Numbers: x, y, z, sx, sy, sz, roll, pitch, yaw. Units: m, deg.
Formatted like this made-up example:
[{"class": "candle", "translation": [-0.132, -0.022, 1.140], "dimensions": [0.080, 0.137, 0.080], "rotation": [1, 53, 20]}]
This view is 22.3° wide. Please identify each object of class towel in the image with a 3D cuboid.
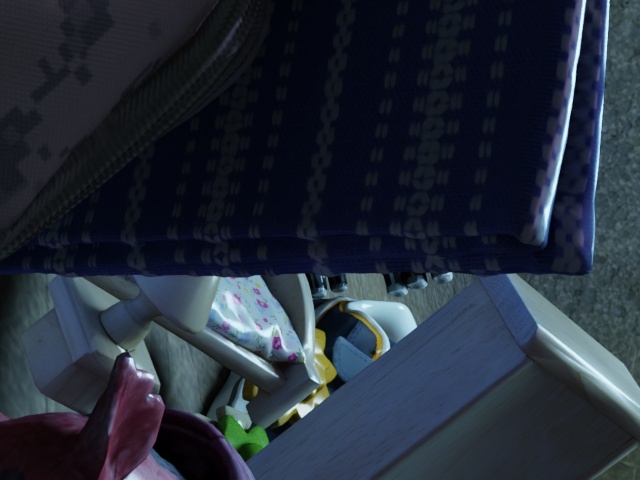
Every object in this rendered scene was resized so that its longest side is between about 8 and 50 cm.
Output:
[{"class": "towel", "translation": [-0.040, -0.103, 0.503], "dimensions": [0.040, 0.336, 0.243], "rotation": [18, 76, -43]}]

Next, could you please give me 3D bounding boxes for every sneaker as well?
[{"class": "sneaker", "translation": [0.001, 0.132, 1.102], "dimensions": [0.321, 0.127, 0.126], "rotation": [-79, 151, -58]}]

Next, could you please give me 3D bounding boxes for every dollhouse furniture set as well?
[{"class": "dollhouse furniture set", "translation": [0.000, 0.000, 0.791], "dimensions": [0.303, 0.174, 0.355], "rotation": [38, 19, -45]}]

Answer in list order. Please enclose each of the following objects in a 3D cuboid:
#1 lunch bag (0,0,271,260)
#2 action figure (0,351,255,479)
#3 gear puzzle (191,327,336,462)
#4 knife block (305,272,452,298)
[{"class": "lunch bag", "translation": [-0.173, -0.114, 0.344], "dimensions": [0.212, 0.256, 0.305], "rotation": [-104, 168, -45]}, {"class": "action figure", "translation": [-0.050, 0.161, 0.475], "dimensions": [0.248, 0.275, 0.370], "rotation": [40, -42, 33]}, {"class": "gear puzzle", "translation": [-0.013, 0.186, 0.944], "dimensions": [0.175, 0.044, 0.339], "rotation": [31, 49, -38]}, {"class": "knife block", "translation": [0.025, -0.103, 1.158], "dimensions": [0.276, 0.242, 0.088], "rotation": [-62, 169, 8]}]
